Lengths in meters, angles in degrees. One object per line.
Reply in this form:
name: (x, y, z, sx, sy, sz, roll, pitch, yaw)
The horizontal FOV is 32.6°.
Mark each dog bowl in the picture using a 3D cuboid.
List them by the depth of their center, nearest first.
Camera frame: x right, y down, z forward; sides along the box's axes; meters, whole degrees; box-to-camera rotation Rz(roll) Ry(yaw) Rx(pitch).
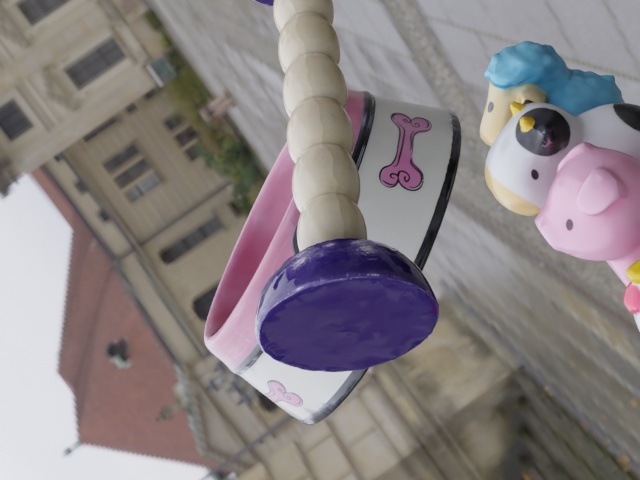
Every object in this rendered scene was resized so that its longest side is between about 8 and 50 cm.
dog bowl: (0.000, 0.000, 1.285, 0.150, 0.408, 0.408, 25, -177, -10)

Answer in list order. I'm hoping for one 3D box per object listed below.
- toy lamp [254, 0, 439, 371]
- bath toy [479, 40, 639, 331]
toy lamp: (-0.005, -0.081, 0.485, 0.080, 0.080, 0.274, 58, -161, -53)
bath toy: (0.218, -0.036, 0.809, 0.348, 0.151, 0.129, -110, -1, -58)
